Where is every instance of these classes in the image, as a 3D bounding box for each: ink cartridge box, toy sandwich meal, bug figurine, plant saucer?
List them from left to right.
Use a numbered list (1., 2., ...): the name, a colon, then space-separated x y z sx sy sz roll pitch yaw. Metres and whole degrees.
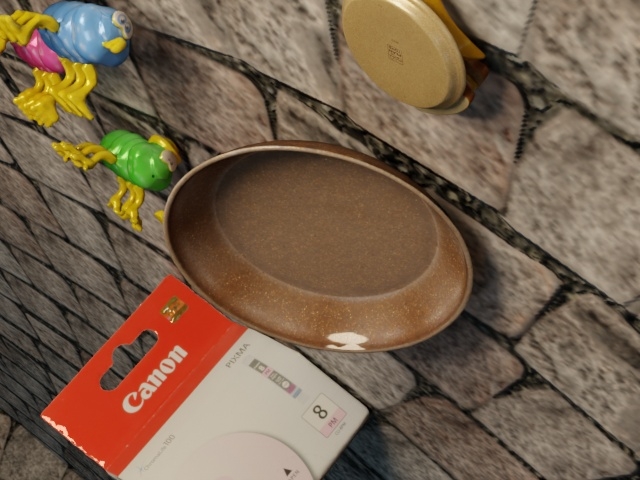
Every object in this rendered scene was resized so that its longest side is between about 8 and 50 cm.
1. bug figurine: -0.135 -0.082 0.838 0.216 0.072 0.279 23 157 47
2. ink cartridge box: -0.102 0.157 1.068 0.232 0.189 0.066 39 156 3
3. plant saucer: 0.000 0.000 0.757 0.199 0.036 0.198 9 141 7
4. toy sandwich meal: 0.048 -0.099 0.592 0.085 0.029 0.085 36 155 20
